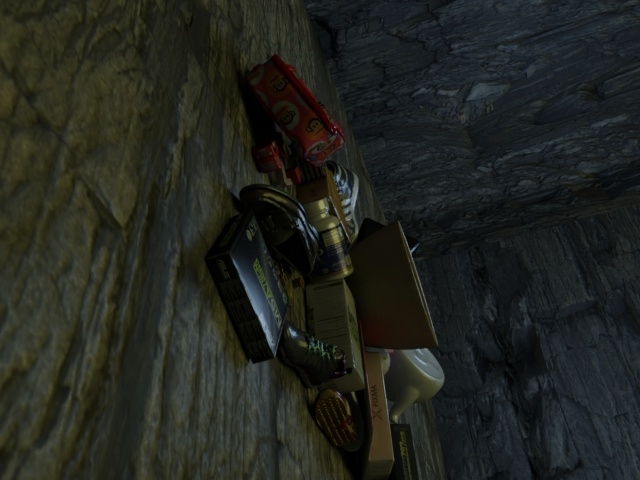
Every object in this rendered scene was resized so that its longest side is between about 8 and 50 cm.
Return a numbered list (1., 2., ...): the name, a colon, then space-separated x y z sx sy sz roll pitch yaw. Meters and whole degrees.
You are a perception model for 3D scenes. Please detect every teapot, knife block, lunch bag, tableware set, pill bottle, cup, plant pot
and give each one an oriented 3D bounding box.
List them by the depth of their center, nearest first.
1. tableware set: -0.062 0.081 1.298 0.154 0.024 0.104 3 72 -79
2. lunch bag: -0.065 -0.308 1.486 0.258 0.120 0.293 50 5 5
3. pill bottle: 0.000 0.000 1.487 0.112 0.112 0.186 -47 120 -77
4. cup: 0.138 0.141 1.630 0.331 0.237 0.331 -18 90 -80
5. knife block: -0.003 -0.138 1.721 0.242 0.088 0.275 -93 163 -45
6. plant pot: 0.168 0.066 1.898 0.167 0.187 0.188 -45 158 -70
7. teapot: 0.237 0.404 1.946 0.252 0.187 0.256 50 19 25

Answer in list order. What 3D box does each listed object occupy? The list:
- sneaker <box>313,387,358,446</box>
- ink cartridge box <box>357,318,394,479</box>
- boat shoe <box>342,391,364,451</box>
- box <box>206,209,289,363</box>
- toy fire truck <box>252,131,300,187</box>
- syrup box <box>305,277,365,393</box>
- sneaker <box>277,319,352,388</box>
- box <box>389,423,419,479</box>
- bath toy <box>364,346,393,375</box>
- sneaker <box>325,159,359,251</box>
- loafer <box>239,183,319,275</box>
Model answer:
1. sneaker: 0.024 0.338 1.284 0.084 0.070 0.185 -106 179 -48
2. ink cartridge box: 0.120 0.374 1.463 0.296 0.066 0.261 -93 -174 -48
3. boat shoe: 0.065 0.373 1.408 0.083 0.065 0.183 48 27 -63
4. box: -0.110 0.069 1.026 0.184 0.045 0.190 -82 153 -69
5. toy fire truck: -0.095 -0.168 1.418 0.192 0.047 0.135 -78 150 -68
6. syrup box: 0.030 0.207 1.388 0.093 0.096 0.237 65 14 -47
7. sneaker: -0.012 0.200 1.187 0.223 0.098 0.083 60 18 -52
8. box: 0.176 0.569 1.490 0.183 0.059 0.232 -95 -172 -47
9. bath toy: 0.144 0.279 1.806 0.348 0.151 0.129 -82 -170 -64
10. sneaker: 0.037 -0.097 1.856 0.153 0.099 0.282 31 57 -51
11. loafer: -0.067 -0.015 1.205 0.267 0.096 0.084 45 36 -57
